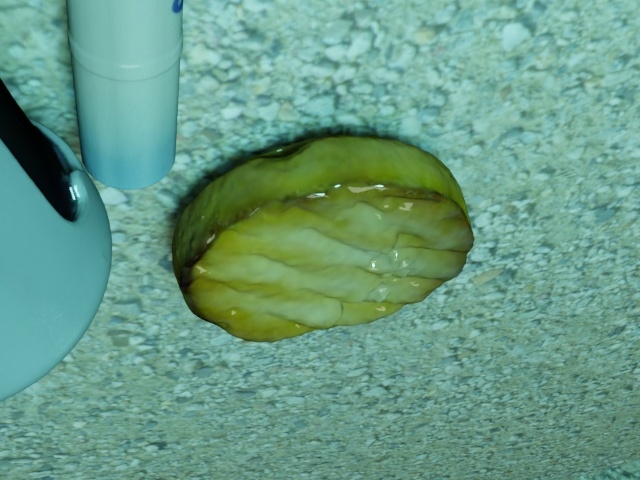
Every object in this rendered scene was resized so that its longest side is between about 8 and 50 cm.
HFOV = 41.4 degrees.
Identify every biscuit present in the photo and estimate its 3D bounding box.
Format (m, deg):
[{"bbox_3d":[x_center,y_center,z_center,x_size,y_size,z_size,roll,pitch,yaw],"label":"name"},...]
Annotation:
[{"bbox_3d":[0.000,0.000,0.837,0.297,0.101,0.296,-9,149,-5],"label":"biscuit"}]

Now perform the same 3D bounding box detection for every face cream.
[{"bbox_3d":[-0.133,-0.140,0.579,0.077,0.077,0.250,-6,147,-16],"label":"face cream"}]

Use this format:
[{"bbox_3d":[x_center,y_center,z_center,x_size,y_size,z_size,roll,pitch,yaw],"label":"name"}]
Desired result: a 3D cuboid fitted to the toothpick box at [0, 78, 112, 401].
[{"bbox_3d":[-0.288,-0.015,0.547,0.263,0.263,0.354,-17,150,1],"label":"toothpick box"}]
